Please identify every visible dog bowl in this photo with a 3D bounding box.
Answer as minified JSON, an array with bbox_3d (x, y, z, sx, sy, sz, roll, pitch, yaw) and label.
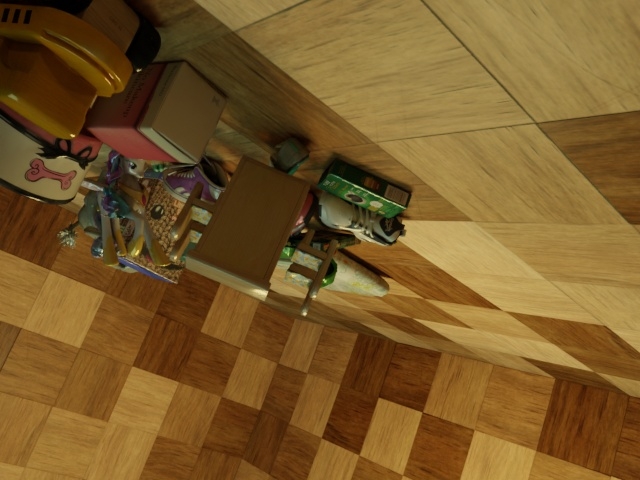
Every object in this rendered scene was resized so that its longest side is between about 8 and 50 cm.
[{"bbox_3d":[-0.608,-0.266,1.221,0.408,0.150,0.408,46,-174,-6],"label":"dog bowl"}]

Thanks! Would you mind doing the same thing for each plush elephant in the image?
[{"bbox_3d":[-0.682,-0.042,2.076,0.255,0.330,0.272,38,164,16],"label":"plush elephant"}]

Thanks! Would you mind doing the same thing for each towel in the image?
[{"bbox_3d":[0.011,0.094,2.155,0.320,0.090,0.374,27,165,-37],"label":"towel"}]

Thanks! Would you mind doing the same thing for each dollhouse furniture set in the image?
[{"bbox_3d":[-0.167,0.039,1.389,0.362,0.256,0.394,23,153,-1],"label":"dollhouse furniture set"}]

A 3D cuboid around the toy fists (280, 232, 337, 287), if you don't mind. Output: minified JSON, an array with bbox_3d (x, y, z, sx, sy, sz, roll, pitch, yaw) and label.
[{"bbox_3d":[-0.066,0.032,1.864,0.279,0.096,0.142,43,169,2],"label":"toy fists"}]

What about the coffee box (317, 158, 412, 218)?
[{"bbox_3d":[0.093,-0.109,1.336,0.184,0.040,0.113,23,166,-9],"label":"coffee box"}]

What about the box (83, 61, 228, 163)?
[{"bbox_3d":[-0.321,-0.245,1.195,0.232,0.149,0.127,9,161,39],"label":"box"}]

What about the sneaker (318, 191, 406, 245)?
[{"bbox_3d":[0.113,-0.049,1.429,0.153,0.094,0.235,7,161,40],"label":"sneaker"}]

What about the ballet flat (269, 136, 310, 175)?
[{"bbox_3d":[-0.076,-0.172,1.327,0.068,0.072,0.213,50,162,-4],"label":"ballet flat"}]

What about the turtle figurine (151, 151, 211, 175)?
[{"bbox_3d":[-0.331,-0.228,1.370,0.234,0.118,0.175,15,-154,29],"label":"turtle figurine"}]

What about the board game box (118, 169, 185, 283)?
[{"bbox_3d":[-0.520,-0.043,1.965,0.141,0.291,0.232,9,162,38],"label":"board game box"}]

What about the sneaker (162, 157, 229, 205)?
[{"bbox_3d":[-0.327,-0.172,1.656,0.282,0.102,0.161,34,136,31],"label":"sneaker"}]

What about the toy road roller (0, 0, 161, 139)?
[{"bbox_3d":[-0.442,-0.301,0.962,0.329,0.241,0.202,14,164,27],"label":"toy road roller"}]

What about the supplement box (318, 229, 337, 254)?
[{"bbox_3d":[0.020,0.007,1.887,0.055,0.043,0.083,17,165,22],"label":"supplement box"}]

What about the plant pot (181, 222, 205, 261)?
[{"bbox_3d":[-0.324,-0.034,1.832,0.165,0.234,0.165,26,165,-17],"label":"plant pot"}]

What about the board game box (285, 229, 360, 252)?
[{"bbox_3d":[0.000,0.000,1.670,0.136,0.030,0.259,11,-171,24],"label":"board game box"}]

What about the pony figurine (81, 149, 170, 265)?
[{"bbox_3d":[-0.561,-0.122,1.691,0.351,0.364,0.303,9,-162,34],"label":"pony figurine"}]

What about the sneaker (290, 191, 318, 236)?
[{"bbox_3d":[-0.135,-0.091,1.590,0.136,0.116,0.314,33,162,-35],"label":"sneaker"}]
